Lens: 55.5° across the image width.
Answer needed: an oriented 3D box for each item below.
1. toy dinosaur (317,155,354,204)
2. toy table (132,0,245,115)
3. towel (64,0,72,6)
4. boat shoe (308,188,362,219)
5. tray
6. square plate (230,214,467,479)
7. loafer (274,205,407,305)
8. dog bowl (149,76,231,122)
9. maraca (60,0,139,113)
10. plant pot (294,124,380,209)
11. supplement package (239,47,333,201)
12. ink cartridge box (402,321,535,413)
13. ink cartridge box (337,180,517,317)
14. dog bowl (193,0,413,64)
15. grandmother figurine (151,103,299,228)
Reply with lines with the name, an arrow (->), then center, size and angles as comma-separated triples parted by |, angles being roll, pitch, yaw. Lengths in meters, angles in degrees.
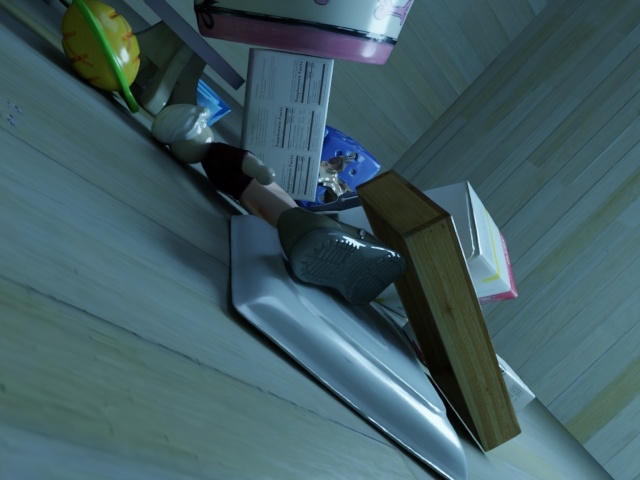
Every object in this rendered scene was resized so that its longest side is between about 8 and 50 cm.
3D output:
toy dinosaur -> 0.045, -0.102, 1.447 | 0.200, 0.127, 0.296 | 61, -9, 10
toy table -> -0.292, -0.340, 1.148 | 0.274, 0.161, 0.252 | 41, 7, -25
towel -> -0.499, -0.475, 1.359 | 0.237, 0.021, 0.102 | 45, 13, -1
boat shoe -> 0.070, -0.077, 1.309 | 0.075, 0.206, 0.065 | 42, 45, -66
tray -> 0.184, 0.108, 0.934 | 0.411, 0.076, 0.203 | 65, -4, -28
square plate -> 0.028, 0.108, 0.772 | 0.344, 0.049, 0.347 | 42, 7, -18
loafer -> 0.030, 0.012, 0.751 | 0.087, 0.094, 0.251 | 52, 10, 29
dog bowl -> -0.303, -0.336, 1.415 | 0.166, 0.074, 0.297 | 43, 6, -7
maraca -> -0.311, -0.265, 0.885 | 0.127, 0.099, 0.186 | 54, -14, 32
plant pot -> -0.015, -0.200, 1.633 | 0.212, 0.236, 0.236 | 34, 11, -25
supplement package -> -0.077, -0.232, 1.184 | 0.145, 0.262, 0.204 | 5, 17, -11
ink cartridge box -> 0.303, 0.250, 1.262 | 0.237, 0.100, 0.172 | 41, 8, -16
ink cartridge box -> 0.239, 0.037, 1.309 | 0.384, 0.279, 0.160 | 33, 49, -59
dog bowl -> -0.038, -0.412, 1.082 | 0.408, 0.150, 0.408 | 8, 16, -2
grandmother figurine -> -0.112, -0.084, 0.937 | 0.342, 0.104, 0.208 | 40, -24, -6
